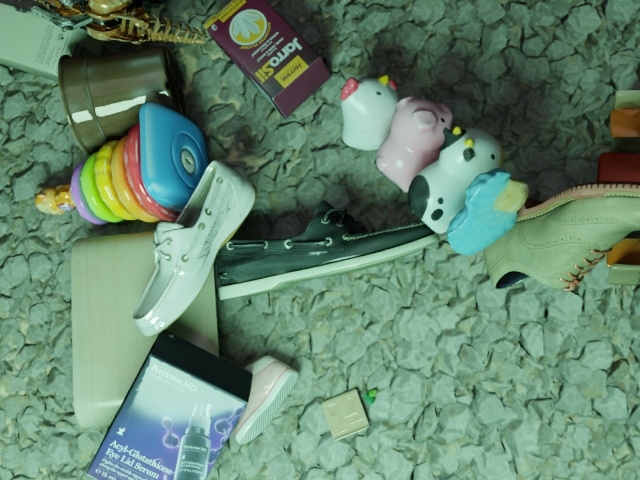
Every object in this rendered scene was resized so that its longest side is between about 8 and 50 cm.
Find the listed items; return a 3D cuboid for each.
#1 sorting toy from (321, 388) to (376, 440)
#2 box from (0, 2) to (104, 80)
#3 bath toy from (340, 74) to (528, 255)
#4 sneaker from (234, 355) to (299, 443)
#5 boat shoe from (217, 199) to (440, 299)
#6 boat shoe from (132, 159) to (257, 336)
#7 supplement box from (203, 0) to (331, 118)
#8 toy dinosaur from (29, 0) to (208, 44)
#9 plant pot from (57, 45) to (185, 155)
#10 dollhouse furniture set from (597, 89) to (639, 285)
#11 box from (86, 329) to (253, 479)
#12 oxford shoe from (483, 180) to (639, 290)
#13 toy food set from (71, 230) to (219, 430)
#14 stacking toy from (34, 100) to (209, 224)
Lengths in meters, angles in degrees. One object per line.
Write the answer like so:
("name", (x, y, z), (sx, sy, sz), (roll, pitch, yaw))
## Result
("sorting toy", (0.049, 0.248, 1.309), (0.083, 0.012, 0.062), (-24, 66, 11))
("box", (-0.523, -0.347, 1.553), (0.275, 0.113, 0.094), (19, 89, 16))
("bath toy", (0.139, -0.136, 1.275), (0.151, 0.129, 0.348), (-41, 49, -1))
("sneaker", (-0.096, 0.230, 1.332), (0.070, 0.051, 0.134), (34, 87, 27))
("boat shoe", (0.001, 0.000, 1.327), (0.340, 0.127, 0.113), (-15, 84, 20))
("boat shoe", (-0.202, 0.006, 1.306), (0.098, 0.096, 0.277), (3, 57, 52))
("supplement box", (-0.085, -0.304, 1.451), (0.104, 0.081, 0.188), (-42, 70, 0))
("toy dinosaur", (-0.346, -0.389, 1.466), (0.322, 0.164, 0.218), (38, 46, -15))
("plant pot", (-0.314, -0.236, 1.455), (0.165, 0.167, 0.167), (-13, 73, 3))
("dollhouse furniture set", (0.507, -0.076, 1.214), (0.259, 0.135, 0.262), (3, 76, 15))
("box", (-0.209, 0.256, 1.268), (0.153, 0.108, 0.207), (27, 102, -7))
("oxford shoe", (0.346, -0.001, 1.173), (0.123, 0.348, 0.130), (3, 81, -27))
("toy food set", (-0.262, 0.128, 1.389), (0.219, 0.092, 0.306), (-6, 75, 1))
("stacking toy", (-0.334, -0.088, 1.434), (0.302, 0.175, 0.166), (-13, 70, 22))
